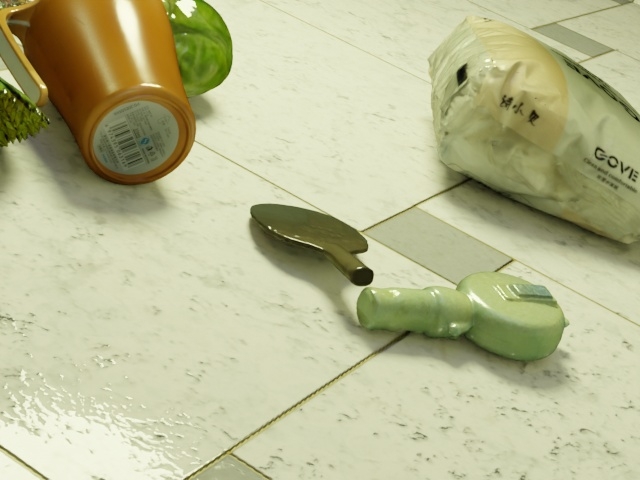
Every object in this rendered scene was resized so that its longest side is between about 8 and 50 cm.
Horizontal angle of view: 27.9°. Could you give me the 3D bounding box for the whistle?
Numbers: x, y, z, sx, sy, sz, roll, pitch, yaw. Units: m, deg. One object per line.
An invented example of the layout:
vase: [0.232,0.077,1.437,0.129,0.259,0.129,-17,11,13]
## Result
whistle: [0.159,0.075,1.370,0.258,0.067,0.126,4,27,-25]

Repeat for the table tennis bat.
table tennis bat: [0.000,0.000,1.424,0.131,0.022,0.234,8,16,-24]

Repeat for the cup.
cup: [-0.260,-0.192,1.497,0.226,0.182,0.264,9,33,-30]

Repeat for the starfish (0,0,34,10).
starfish: [-0.476,-0.338,1.803,0.210,0.053,0.150,14,12,-1]

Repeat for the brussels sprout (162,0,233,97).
brussels sprout: [-0.207,-0.262,1.717,0.181,0.144,0.161,17,57,-33]

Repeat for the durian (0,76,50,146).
durian: [-0.383,-0.139,1.388,0.221,0.095,0.137,28,-12,47]

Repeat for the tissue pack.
tissue pack: [0.329,-0.157,1.842,0.376,0.195,0.390,27,23,-14]
